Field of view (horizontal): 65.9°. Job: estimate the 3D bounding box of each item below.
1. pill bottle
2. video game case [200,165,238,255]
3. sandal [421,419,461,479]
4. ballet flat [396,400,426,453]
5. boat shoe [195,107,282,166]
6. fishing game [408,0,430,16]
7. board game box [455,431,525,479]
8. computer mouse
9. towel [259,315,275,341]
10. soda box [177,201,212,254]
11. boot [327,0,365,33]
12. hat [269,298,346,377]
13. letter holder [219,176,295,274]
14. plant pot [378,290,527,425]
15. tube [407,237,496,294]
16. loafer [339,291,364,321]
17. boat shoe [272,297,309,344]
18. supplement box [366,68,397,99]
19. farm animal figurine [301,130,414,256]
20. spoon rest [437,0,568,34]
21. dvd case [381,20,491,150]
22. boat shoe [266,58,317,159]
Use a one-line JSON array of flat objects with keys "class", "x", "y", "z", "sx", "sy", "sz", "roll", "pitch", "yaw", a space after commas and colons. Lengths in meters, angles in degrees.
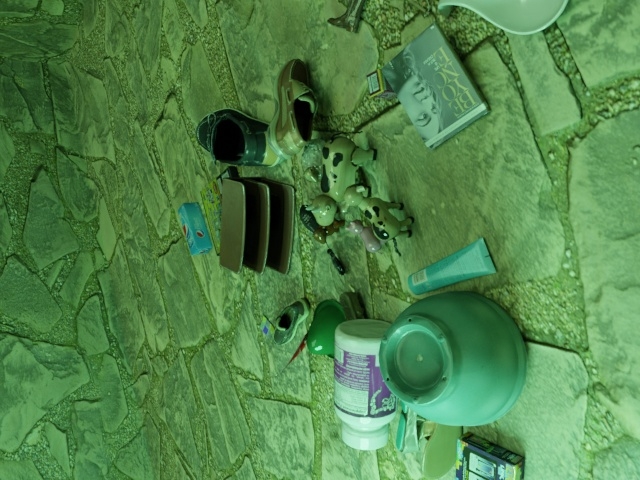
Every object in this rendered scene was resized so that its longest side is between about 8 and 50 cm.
[{"class": "pill bottle", "x": 0.118, "y": 0.369, "z": 1.270, "sx": 0.169, "sy": 0.169, "sz": 0.301, "roll": 11, "pitch": 104, "yaw": 48}, {"class": "video game case", "x": -0.355, "y": -0.105, "z": 1.854, "sx": 0.248, "sy": 0.035, "sz": 0.274, "roll": -27, "pitch": 76, "yaw": 48}, {"class": "sandal", "x": 0.287, "y": 0.441, "z": 1.176, "sx": 0.079, "sy": 0.088, "sz": 0.239, "roll": -127, "pitch": 47, "yaw": -74}, {"class": "ballet flat", "x": 0.230, "y": 0.430, "z": 1.233, "sx": 0.072, "sy": 0.068, "sz": 0.213, "roll": -114, "pitch": 25, "yaw": -78}, {"class": "boat shoe", "x": -0.314, "y": -0.350, "z": 1.678, "sx": 0.500, "sy": 0.156, "sz": 0.186, "roll": 25, "pitch": 116, "yaw": 46}, {"class": "fishing game", "x": 0.251, "y": -0.638, "z": 1.061, "sx": 0.189, "sy": 0.041, "sz": 0.264, "roll": 54, "pitch": 134, "yaw": 30}, {"class": "board game box", "x": 0.371, "y": 0.536, "z": 1.093, "sx": 0.141, "sy": 0.048, "sz": 0.170, "roll": 10, "pitch": 103, "yaw": 46}, {"class": "computer mouse", "x": 0.000, "y": 0.000, "z": 1.425, "sx": 0.041, "sy": 0.071, "sz": 0.242, "roll": -31, "pitch": 71, "yaw": 6}, {"class": "towel", "x": -0.186, "y": 0.312, "z": 1.738, "sx": 0.083, "sy": 0.009, "sz": 0.060, "roll": 46, "pitch": 128, "yaw": 35}, {"class": "soda box", "x": -0.514, "y": -0.049, "z": 2.018, "sx": 0.067, "sy": 0.071, "sz": 0.210, "roll": -38, "pitch": 67, "yaw": 45}, {"class": "boot", "x": 0.072, "y": -0.607, "z": 1.275, "sx": 0.106, "sy": 0.037, "sz": 0.114, "roll": 32, "pitch": 123, "yaw": 28}, {"class": "hat", "x": -0.029, "y": 0.287, "z": 1.416, "sx": 0.173, "sy": 0.184, "sz": 0.208, "roll": 1, "pitch": 97, "yaw": 49}, {"class": "letter holder", "x": -0.204, "y": -0.041, "z": 1.599, "sx": 0.215, "sy": 0.152, "sz": 0.301, "roll": 20, "pitch": 111, "yaw": 44}, {"class": "plant pot", "x": 0.246, "y": 0.245, "z": 1.031, "sx": 0.293, "sy": 0.196, "sz": 0.292, "roll": -11, "pitch": 74, "yaw": 43}, {"class": "tube", "x": 0.292, "y": 0.069, "z": 1.118, "sx": 0.207, "sy": 0.052, "sz": 0.080, "roll": -30, "pitch": 78, "yaw": 42}, {"class": "loafer", "x": 0.098, "y": 0.207, "z": 1.363, "sx": 0.056, "sy": 0.050, "sz": 0.147, "roll": 4, "pitch": 115, "yaw": 52}, {"class": "boat shoe", "x": -0.113, "y": 0.266, "z": 1.596, "sx": 0.080, "sy": 0.074, "sz": 0.223, "roll": 58, "pitch": 133, "yaw": 27}, {"class": "supplement box", "x": 0.155, "y": -0.372, "z": 1.177, "sx": 0.043, "sy": 0.083, "sz": 0.054, "roll": -12, "pitch": 86, "yaw": 49}, {"class": "farm animal figurine", "x": 0.060, "y": -0.118, "z": 1.260, "sx": 0.330, "sy": 0.172, "sz": 0.326, "roll": -1, "pitch": 94, "yaw": 50}, {"class": "spoon rest", "x": 0.337, "y": -0.467, "z": 0.947, "sx": 0.276, "sy": 0.084, "sz": 0.137, "roll": 23, "pitch": 113, "yaw": 44}, {"class": "dvd case", "x": 0.246, "y": -0.331, "z": 1.080, "sx": 0.165, "sy": 0.018, "sz": 0.221, "roll": -32, "pitch": 89, "yaw": 46}, {"class": "boat shoe", "x": -0.059, "y": -0.374, "z": 1.369, "sx": 0.117, "sy": 0.123, "sz": 0.324, "roll": -15, "pitch": 61, "yaw": 36}]
